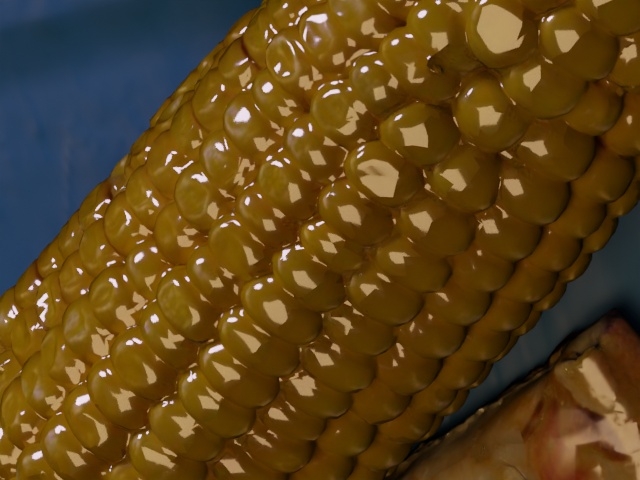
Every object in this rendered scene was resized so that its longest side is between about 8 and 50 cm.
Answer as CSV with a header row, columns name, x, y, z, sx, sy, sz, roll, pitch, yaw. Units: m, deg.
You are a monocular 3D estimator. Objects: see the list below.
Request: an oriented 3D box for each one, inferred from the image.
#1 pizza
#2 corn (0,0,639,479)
name,x,y,z,sx,sy,sz,roll,pitch,yaw
pizza,0.043,0.102,0.576,0.176,0.036,0.184,9,111,19
corn,0.000,0.000,0.512,0.119,0.119,0.322,41,117,4
